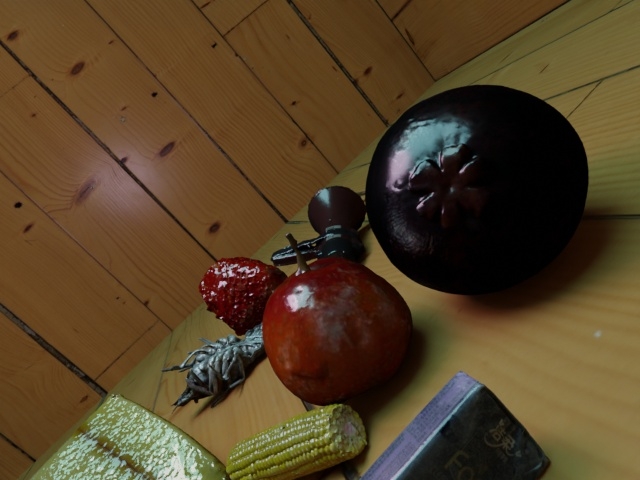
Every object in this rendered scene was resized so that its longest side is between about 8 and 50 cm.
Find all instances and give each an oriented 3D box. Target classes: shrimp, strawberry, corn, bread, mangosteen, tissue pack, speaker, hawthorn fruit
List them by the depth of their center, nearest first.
[{"bbox_3d":[0.115,0.212,0.376,0.156,0.112,0.051,-44,14,-9],"label":"tissue pack"},{"bbox_3d":[-0.046,0.308,0.615,0.248,0.081,0.081,-34,15,30],"label":"corn"},{"bbox_3d":[0.233,-0.072,0.641,0.307,0.307,0.347,-35,-15,28],"label":"mangosteen"},{"bbox_3d":[0.007,0.111,0.668,0.241,0.272,0.242,-32,9,6],"label":"hawthorn fruit"},{"bbox_3d":[-0.338,0.429,0.750,0.361,0.245,0.233,-33,14,50],"label":"bread"},{"bbox_3d":[-0.241,0.300,1.092,0.410,0.166,0.221,-30,31,-8],"label":"shrimp"},{"bbox_3d":[0.005,-0.024,1.243,0.329,0.259,0.198,-75,-2,-61],"label":"speaker"},{"bbox_3d":[-0.216,0.145,1.255,0.258,0.261,0.261,-53,11,11],"label":"strawberry"}]
